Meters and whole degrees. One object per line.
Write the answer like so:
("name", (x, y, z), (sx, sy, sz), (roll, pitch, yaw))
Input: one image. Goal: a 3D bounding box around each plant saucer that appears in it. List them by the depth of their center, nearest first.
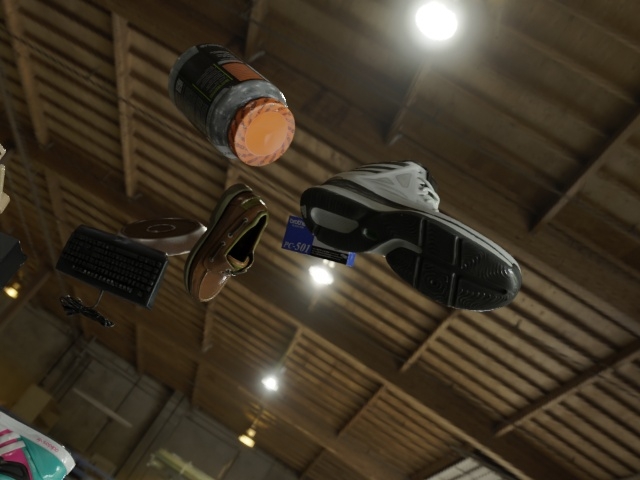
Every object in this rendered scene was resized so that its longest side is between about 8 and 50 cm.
("plant saucer", (-0.488, -0.018, 2.164), (0.310, 0.310, 0.050), (10, -70, 34))

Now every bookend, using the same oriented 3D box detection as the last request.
("bookend", (-0.663, 0.030, 1.392), (0.072, 0.156, 0.157), (21, -39, 5))

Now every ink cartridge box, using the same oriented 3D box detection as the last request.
("ink cartridge box", (0.000, 0.000, 1.927), (0.207, 0.097, 0.046), (13, -2, 27))

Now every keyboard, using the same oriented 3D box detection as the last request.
("keyboard", (-0.461, 0.085, 1.495), (0.317, 0.202, 0.033), (15, -6, 35))

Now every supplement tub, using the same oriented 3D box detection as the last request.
("supplement tub", (-0.203, -0.308, 1.612), (0.316, 0.193, 0.194), (45, -18, 41))

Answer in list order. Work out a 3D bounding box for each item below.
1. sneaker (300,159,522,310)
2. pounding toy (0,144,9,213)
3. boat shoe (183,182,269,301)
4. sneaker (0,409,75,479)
("sneaker", (0.206, -0.050, 1.332), (0.447, 0.257, 0.169), (26, -45, 29))
("pounding toy", (-0.623, -0.150, 1.270), (0.180, 0.094, 0.206), (-6, -46, 21))
("boat shoe", (-0.204, 0.030, 1.518), (0.104, 0.110, 0.307), (43, -55, 25))
("sneaker", (-0.659, 0.443, 1.389), (0.295, 0.178, 0.124), (21, -48, 12))
